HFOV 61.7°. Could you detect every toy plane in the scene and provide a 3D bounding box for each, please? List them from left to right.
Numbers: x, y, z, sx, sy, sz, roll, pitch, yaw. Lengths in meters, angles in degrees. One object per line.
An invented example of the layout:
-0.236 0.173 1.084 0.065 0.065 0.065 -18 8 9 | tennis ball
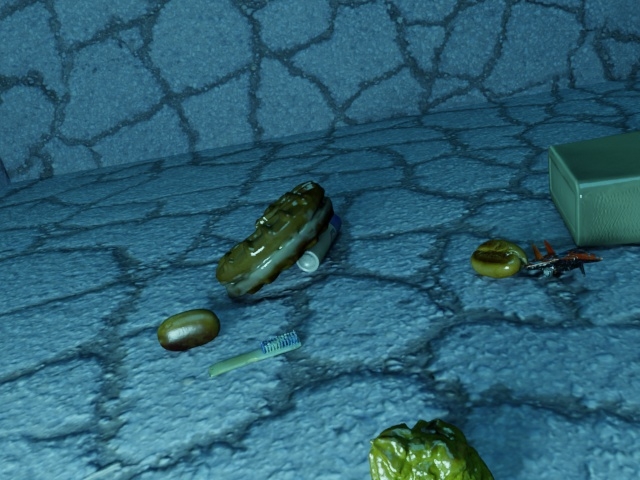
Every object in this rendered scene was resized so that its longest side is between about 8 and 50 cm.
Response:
0.483 0.040 1.050 0.129 0.061 0.189 -16 11 -13 | toy plane

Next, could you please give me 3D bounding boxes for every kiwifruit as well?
-0.258 0.175 1.054 0.124 0.075 0.075 -16 24 -3 | kiwifruit

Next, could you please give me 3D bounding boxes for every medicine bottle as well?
0.000 0.000 1.360 0.059 0.059 0.231 -2 25 19 | medicine bottle

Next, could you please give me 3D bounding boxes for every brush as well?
-0.121 0.207 0.987 0.178 0.030 0.033 -16 34 -14 | brush

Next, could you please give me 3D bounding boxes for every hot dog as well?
0.363 0.041 1.116 0.140 0.060 0.090 7 52 50 | hot dog

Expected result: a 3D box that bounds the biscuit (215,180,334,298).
-0.089 -0.023 1.286 0.268 0.115 0.366 -32 16 32 | biscuit

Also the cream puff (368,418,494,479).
0.130 0.269 0.640 0.146 0.117 0.146 -12 22 5 | cream puff

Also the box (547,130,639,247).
0.729 -0.132 1.216 0.343 0.178 0.352 -6 25 14 | box
